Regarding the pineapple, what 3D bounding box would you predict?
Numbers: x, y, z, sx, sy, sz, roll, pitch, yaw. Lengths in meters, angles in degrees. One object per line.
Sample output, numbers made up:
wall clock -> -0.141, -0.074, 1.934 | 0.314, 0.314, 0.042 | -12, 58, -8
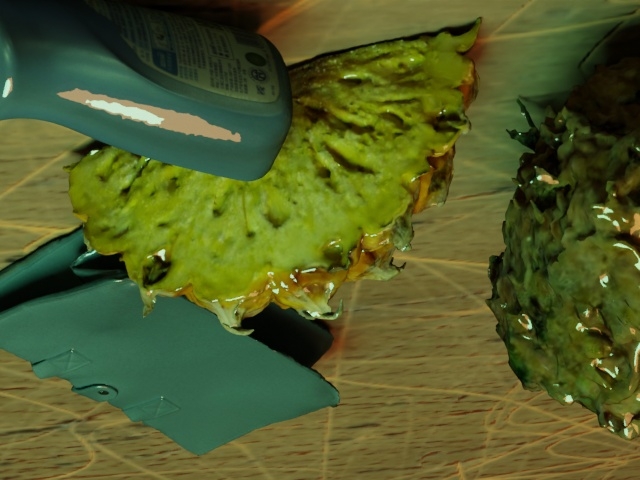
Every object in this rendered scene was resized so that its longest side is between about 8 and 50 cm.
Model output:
pineapple -> -0.006, 0.002, 1.095 | 0.249, 0.140, 0.164 | -15, 145, 1

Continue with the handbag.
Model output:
handbag -> -0.102, 0.065, 1.231 | 0.144, 0.057, 0.221 | -26, 141, 29

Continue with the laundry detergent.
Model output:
laundry detergent -> -0.119, -0.091, 0.979 | 0.206, 0.097, 0.061 | 13, 133, -22

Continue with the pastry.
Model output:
pastry -> 0.201, 0.030, 1.073 | 0.193, 0.275, 0.275 | -32, 144, -8
